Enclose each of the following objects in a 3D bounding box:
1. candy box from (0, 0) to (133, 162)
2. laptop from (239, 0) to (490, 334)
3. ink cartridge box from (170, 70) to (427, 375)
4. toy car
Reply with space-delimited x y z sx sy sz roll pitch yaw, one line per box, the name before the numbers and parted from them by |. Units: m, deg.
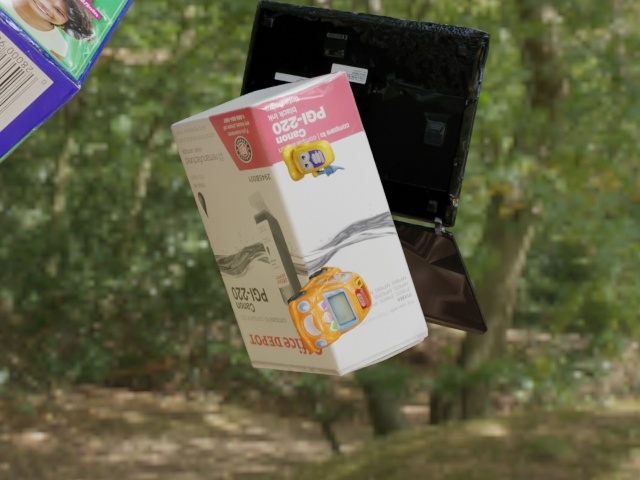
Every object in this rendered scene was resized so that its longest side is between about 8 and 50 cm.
candy box | -0.286 -0.134 1.213 0.268 0.122 0.317 -38 19 21
laptop | 0.048 -0.065 1.371 0.234 0.264 0.136 12 5 29
ink cartridge box | -0.019 -0.009 1.196 0.092 0.218 0.158 -24 10 -27
toy car | 0.000 0.000 0.874 0.040 0.122 0.060 -16 -1 30
